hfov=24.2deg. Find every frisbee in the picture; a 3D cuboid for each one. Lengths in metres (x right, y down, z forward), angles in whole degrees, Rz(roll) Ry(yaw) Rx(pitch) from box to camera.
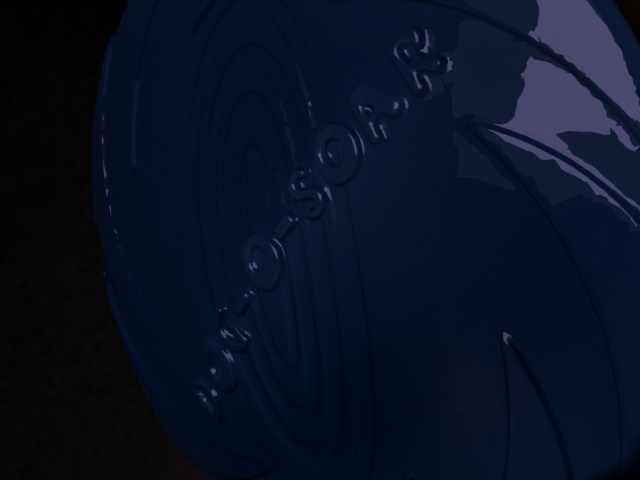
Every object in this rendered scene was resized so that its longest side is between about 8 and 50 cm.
[{"bbox_3d":[0.000,0.000,0.462,0.242,0.045,0.242,14,110,41],"label":"frisbee"}]

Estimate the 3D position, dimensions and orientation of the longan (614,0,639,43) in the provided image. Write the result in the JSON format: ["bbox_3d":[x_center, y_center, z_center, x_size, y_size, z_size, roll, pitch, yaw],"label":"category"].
[{"bbox_3d":[0.129,-0.138,0.430,0.167,0.167,0.187,16,95,25],"label":"longan"}]
